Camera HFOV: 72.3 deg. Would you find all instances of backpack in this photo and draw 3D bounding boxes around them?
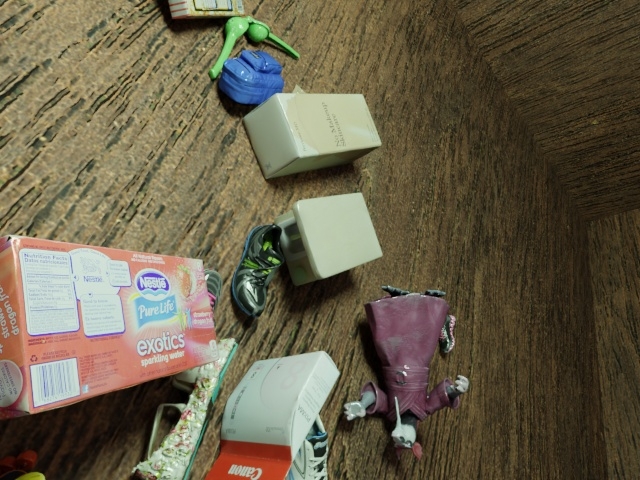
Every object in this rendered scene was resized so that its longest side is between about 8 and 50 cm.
[{"bbox_3d":[-0.148,-0.340,0.912,0.120,0.101,0.098,-21,53,-43],"label":"backpack"}]

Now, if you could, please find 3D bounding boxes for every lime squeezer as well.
[{"bbox_3d":[-0.150,-0.452,0.993,0.310,0.058,0.110,-39,103,-47],"label":"lime squeezer"}]

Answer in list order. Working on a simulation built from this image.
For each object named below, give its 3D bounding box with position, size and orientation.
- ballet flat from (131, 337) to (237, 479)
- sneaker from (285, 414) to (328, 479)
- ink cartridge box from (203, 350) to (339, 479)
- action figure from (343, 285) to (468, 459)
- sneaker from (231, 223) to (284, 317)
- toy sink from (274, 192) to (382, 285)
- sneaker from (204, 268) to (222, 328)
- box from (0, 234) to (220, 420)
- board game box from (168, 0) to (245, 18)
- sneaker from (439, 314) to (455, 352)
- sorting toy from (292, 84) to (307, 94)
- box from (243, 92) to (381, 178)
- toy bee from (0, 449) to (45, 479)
[{"bbox_3d":[-0.197,0.243,0.651,0.077,0.091,0.241,26,50,-10],"label":"ballet flat"},{"bbox_3d":[-0.020,0.386,0.770,0.085,0.086,0.238,-3,78,-48],"label":"sneaker"},{"bbox_3d":[-0.093,0.277,0.659,0.066,0.189,0.232,56,44,-13],"label":"ink cartridge box"},{"bbox_3d":[0.179,0.293,0.991,0.276,0.247,0.371,70,23,-81],"label":"action figure"},{"bbox_3d":[-0.112,0.049,0.814,0.067,0.078,0.188,30,55,-34],"label":"sneaker"},{"bbox_3d":[0.000,0.000,0.912,0.234,0.131,0.153,-16,86,-53],"label":"toy sink"},{"bbox_3d":[-0.194,0.116,0.705,0.063,0.074,0.171,43,48,-26],"label":"sneaker"},{"bbox_3d":[-0.261,0.098,0.507,0.300,0.142,0.154,20,57,-73],"label":"box"},{"bbox_3d":[-0.235,-0.530,0.883,0.193,0.045,0.147,-44,132,-54],"label":"board game box"},{"bbox_3d":[0.346,0.258,1.236,0.057,0.047,0.120,28,50,-18],"label":"sneaker"},{"bbox_3d":[-0.038,-0.345,1.096,0.083,0.012,0.062,37,46,-26],"label":"sorting toy"},{"bbox_3d":[-0.008,-0.246,1.007,0.311,0.121,0.148,-23,92,-48],"label":"box"},{"bbox_3d":[-0.360,0.282,0.432,0.195,0.299,0.162,-3,41,-12],"label":"toy bee"}]
